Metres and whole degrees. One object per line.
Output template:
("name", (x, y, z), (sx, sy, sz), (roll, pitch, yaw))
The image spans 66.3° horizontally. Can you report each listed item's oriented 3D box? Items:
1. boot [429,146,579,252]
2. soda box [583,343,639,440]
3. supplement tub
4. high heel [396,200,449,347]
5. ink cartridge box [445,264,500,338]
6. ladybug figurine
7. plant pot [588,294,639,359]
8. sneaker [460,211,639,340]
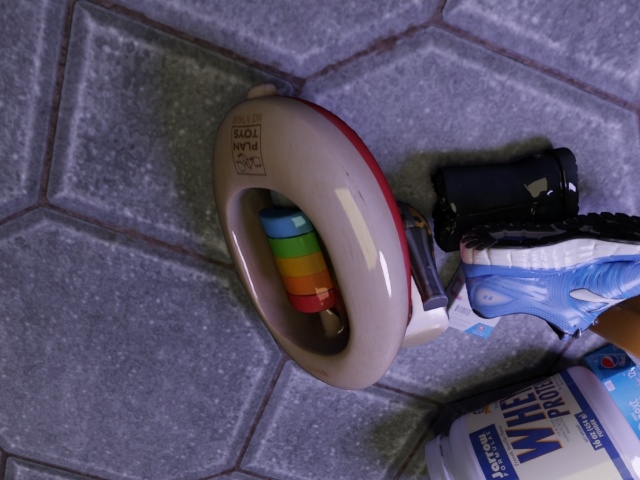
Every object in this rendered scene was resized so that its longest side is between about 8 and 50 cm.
("boot", (0.280, -0.009, 0.749), (0.207, 0.094, 0.246), (-12, 108, 3))
("soda box", (0.568, 0.289, 0.897), (0.067, 0.071, 0.210), (-32, 111, 16))
("supplement tub", (0.375, 0.389, 0.859), (0.325, 0.235, 0.235), (-30, 111, 14))
("high heel", (0.146, 0.065, 0.816), (0.093, 0.186, 0.261), (-10, 149, -6))
("ink cartridge box", (0.264, 0.092, 0.822), (0.088, 0.052, 0.122), (20, 115, -8))
("ladybug figurine", (0.000, 0.000, 0.691), (0.305, 0.162, 0.449), (10, 124, 42))
("plant pot", (0.554, 0.109, 0.756), (0.205, 0.205, 0.188), (28, 98, -11))
("sneaker", (0.354, 0.049, 0.666), (0.330, 0.130, 0.147), (-3, 112, 4))
